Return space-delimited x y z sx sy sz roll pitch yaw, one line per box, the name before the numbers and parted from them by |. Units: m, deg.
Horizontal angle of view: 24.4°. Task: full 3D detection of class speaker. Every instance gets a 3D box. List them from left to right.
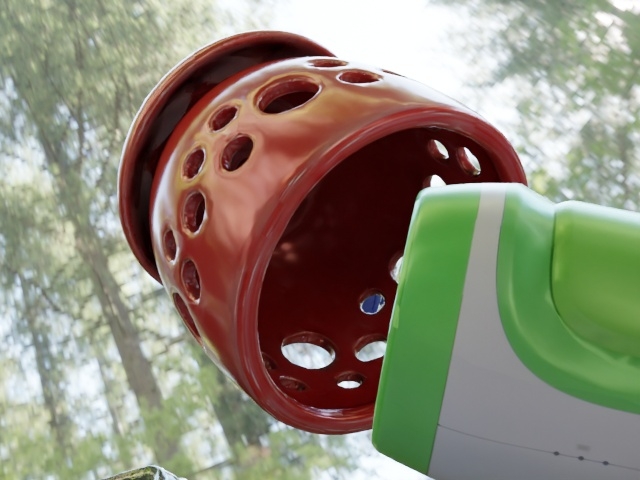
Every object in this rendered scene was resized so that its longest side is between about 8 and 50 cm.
speaker | 0.174 0.058 0.580 0.296 0.131 0.131 11 -68 5

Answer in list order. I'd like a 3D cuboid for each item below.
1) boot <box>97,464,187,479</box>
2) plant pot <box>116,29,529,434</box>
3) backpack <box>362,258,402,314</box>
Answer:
boot | -0.307 0.210 1.113 0.377 0.138 0.284 -27 -61 26
plant pot | -0.009 -0.012 0.818 0.191 0.174 0.191 -18 -58 -31
backpack | 0.000 0.000 1.121 0.120 0.101 0.098 15 -44 7
